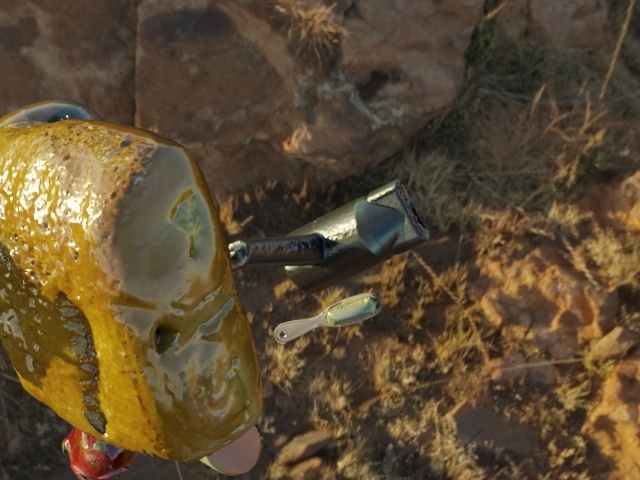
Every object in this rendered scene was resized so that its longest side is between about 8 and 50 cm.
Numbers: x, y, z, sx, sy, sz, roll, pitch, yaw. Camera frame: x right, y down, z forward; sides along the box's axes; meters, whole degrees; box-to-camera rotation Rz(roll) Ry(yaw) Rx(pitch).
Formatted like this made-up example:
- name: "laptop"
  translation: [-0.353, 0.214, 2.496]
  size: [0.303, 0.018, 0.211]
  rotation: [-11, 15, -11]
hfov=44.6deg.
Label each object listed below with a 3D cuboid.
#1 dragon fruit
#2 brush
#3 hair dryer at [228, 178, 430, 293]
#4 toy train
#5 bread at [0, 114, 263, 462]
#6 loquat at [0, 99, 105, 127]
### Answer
- name: "dragon fruit"
  translation: [-0.489, 0.453, 1.863]
  size: [0.198, 0.200, 0.269]
  rotation: [20, 52, 13]
- name: "brush"
  translation: [0.011, 0.212, 2.089]
  size: [0.312, 0.067, 0.072]
  rotation: [-19, 88, 14]
- name: "hair dryer"
  translation: [0.000, 0.000, 1.202]
  size: [0.302, 0.244, 0.116]
  rotation: [-7, 72, -52]
- name: "toy train"
  translation: [-0.204, 0.259, 1.154]
  size: [0.285, 0.177, 0.116]
  rotation: [5, 54, 52]
- name: "bread"
  translation: [-0.227, 0.045, 0.772]
  size: [0.336, 0.328, 0.148]
  rotation: [14, 37, 37]
- name: "loquat"
  translation: [-0.349, -0.071, 0.975]
  size: [0.179, 0.179, 0.227]
  rotation: [34, 88, 15]
